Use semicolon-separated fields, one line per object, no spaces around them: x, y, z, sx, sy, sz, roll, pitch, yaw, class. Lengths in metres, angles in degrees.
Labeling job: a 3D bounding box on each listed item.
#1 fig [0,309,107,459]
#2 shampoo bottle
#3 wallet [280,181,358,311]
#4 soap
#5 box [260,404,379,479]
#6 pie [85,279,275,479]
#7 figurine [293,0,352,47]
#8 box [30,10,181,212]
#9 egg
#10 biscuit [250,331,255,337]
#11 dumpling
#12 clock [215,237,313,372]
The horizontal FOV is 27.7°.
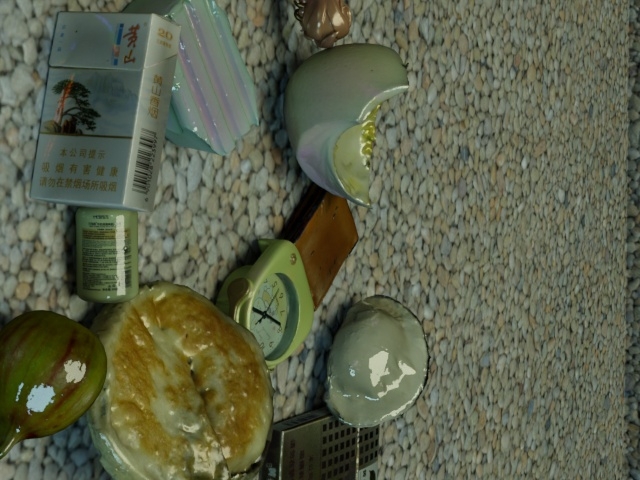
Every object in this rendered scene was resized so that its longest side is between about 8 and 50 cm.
-0.328;0.171;1.498;0.148;0.142;0.186;32;51;-28;fig
-0.268;-0.006;1.632;0.079;0.079;0.162;-12;104;-58;shampoo bottle
-0.003;-0.001;2.118;0.195;0.042;0.161;-61;146;-37;wallet
-0.178;-0.221;1.741;0.145;0.091;0.230;-52;137;-38;soap
0.005;0.371;2.179;0.325;0.047;0.180;-7;101;-58;box
-0.185;0.207;1.698;0.339;0.077;0.339;26;51;-39;pie
-0.004;-0.370;1.958;0.114;0.126;0.157;59;26;-56;figurine
-0.257;-0.156;1.559;0.067;0.149;0.233;16;81;-62;box
0.020;-0.195;2.010;0.271;0.161;0.206;112;-24;-45;egg
-0.154;0.238;1.849;0.183;0.039;0.174;-35;136;-36;biscuit
0.099;0.209;2.198;0.142;0.172;0.247;91;16;-63;dumpling
-0.099;0.115;1.945;0.232;0.069;0.170;-46;133;-45;clock
